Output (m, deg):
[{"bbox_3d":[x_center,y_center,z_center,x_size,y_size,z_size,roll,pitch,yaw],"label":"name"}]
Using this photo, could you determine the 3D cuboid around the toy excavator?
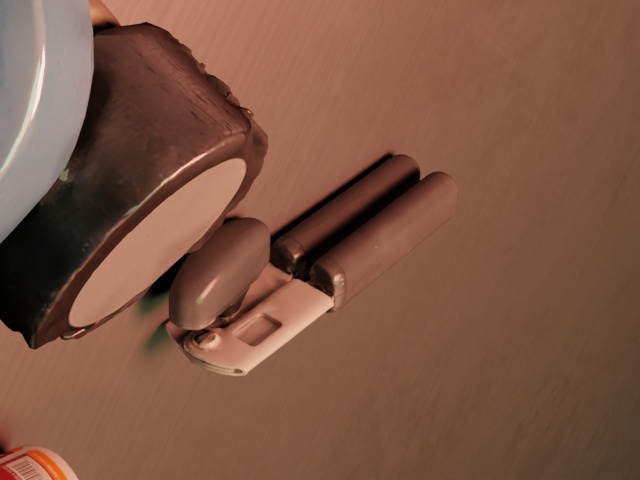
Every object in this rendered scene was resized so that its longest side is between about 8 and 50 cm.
[{"bbox_3d":[-0.270,0.028,0.299,0.433,0.222,0.445,-45,171,10],"label":"toy excavator"}]

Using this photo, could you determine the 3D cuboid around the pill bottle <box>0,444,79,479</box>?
[{"bbox_3d":[-0.217,0.185,0.761,0.152,0.086,0.086,-20,129,-48],"label":"pill bottle"}]

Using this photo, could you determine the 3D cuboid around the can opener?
[{"bbox_3d":[0.000,0.000,0.950,0.283,0.076,0.095,-37,142,-37],"label":"can opener"}]
